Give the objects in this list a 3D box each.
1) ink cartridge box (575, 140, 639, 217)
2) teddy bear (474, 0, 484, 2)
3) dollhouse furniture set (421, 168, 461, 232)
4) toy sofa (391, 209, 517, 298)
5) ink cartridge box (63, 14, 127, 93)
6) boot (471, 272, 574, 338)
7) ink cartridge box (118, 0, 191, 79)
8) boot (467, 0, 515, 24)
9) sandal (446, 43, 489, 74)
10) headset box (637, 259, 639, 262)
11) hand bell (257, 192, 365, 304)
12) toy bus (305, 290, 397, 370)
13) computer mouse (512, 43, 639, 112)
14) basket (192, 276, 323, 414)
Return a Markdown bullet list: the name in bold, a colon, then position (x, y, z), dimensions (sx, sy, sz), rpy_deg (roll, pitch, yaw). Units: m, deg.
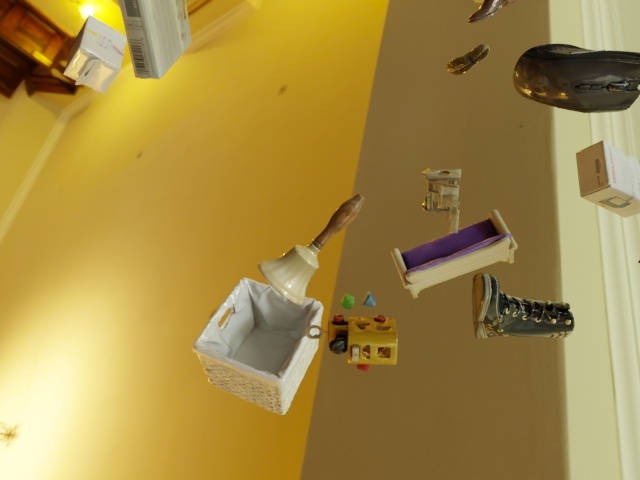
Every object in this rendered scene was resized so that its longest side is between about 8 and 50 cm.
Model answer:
- **ink cartridge box**: position (0.857, -0.176, 1.306), dimensions (0.093, 0.213, 0.154), rpy_deg (-30, -132, 56)
- **teddy bear**: position (0.333, -0.696, 0.997), dimensions (0.113, 0.245, 0.337), rpy_deg (-20, -117, 26)
- **dollhouse furniture set**: position (0.319, -0.078, 1.210), dimensions (0.101, 0.181, 0.161), rpy_deg (4, -146, 19)
- **toy sofa**: position (0.422, 0.036, 1.440), dimensions (0.363, 0.177, 0.150), rpy_deg (-22, -124, 10)
- **ink cartridge box**: position (-0.509, -0.414, 1.016), dimensions (0.092, 0.090, 0.143), rpy_deg (-32, -130, 34)
- **boot**: position (0.384, 0.127, 0.852), dimensions (0.179, 0.236, 0.085), rpy_deg (-2, -121, 17)
- **ink cartridge box**: position (-0.251, -0.353, 0.692), dimensions (0.045, 0.145, 0.179), rpy_deg (3, -139, -1)
- **boot**: position (0.266, -0.428, 0.732), dimensions (0.106, 0.114, 0.037), rpy_deg (-35, -156, -8)
- **sandal**: position (0.600, -0.733, 1.816), dimensions (0.180, 0.072, 0.049), rpy_deg (-25, -159, 39)
- **headset box**: position (0.984, 0.006, 1.076), dimensions (0.246, 0.131, 0.283), rpy_deg (39, -70, 38)
- **hand bell**: position (0.000, 0.000, 0.898), dimensions (0.242, 0.126, 0.126), rpy_deg (-47, -137, 7)
- **toy bus**: position (0.089, 0.243, 1.069), dimensions (0.202, 0.191, 0.104), rpy_deg (-45, -168, 18)
- **computer mouse**: position (0.431, -0.270, 0.665), dimensions (0.262, 0.184, 0.060), rpy_deg (21, -136, 22)
- **basket**: position (-0.193, 0.360, 1.541), dimensions (0.332, 0.266, 0.328), rpy_deg (16, -133, 17)
